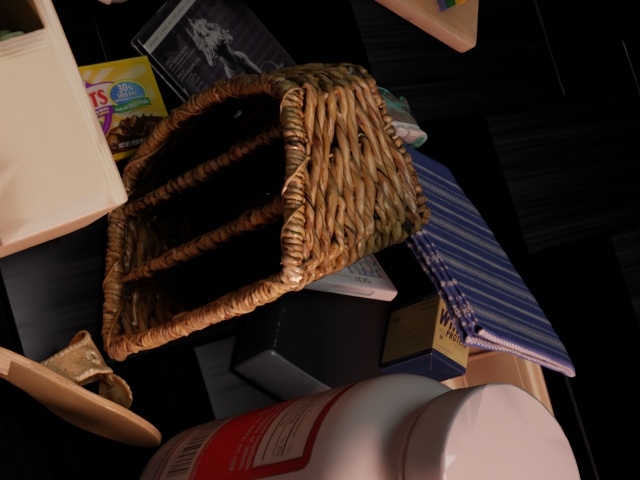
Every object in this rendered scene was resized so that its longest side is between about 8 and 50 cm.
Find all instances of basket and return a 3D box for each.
[{"bbox_3d":[-0.089,-0.042,1.329,0.223,0.299,0.213,-25,92,-45],"label":"basket"}]

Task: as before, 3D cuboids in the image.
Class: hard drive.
[{"bbox_3d":[0.027,0.120,1.553,0.255,0.054,0.172,31,56,-32],"label":"hard drive"}]

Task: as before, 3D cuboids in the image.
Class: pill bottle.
[{"bbox_3d":[0.025,0.249,1.254,0.229,0.408,0.229,16,65,-38],"label":"pill bottle"}]

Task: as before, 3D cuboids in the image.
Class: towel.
[{"bbox_3d":[0.156,0.010,1.608,0.243,0.040,0.336,21,33,-51],"label":"towel"}]

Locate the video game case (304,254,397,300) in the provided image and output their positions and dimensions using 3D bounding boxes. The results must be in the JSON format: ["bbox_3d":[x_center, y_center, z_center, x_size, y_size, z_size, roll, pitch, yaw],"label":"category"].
[{"bbox_3d":[0.000,0.000,1.539,0.143,0.019,0.157,10,38,-45],"label":"video game case"}]

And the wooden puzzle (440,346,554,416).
[{"bbox_3d":[0.216,0.229,1.678,0.239,0.044,0.221,-5,78,-56],"label":"wooden puzzle"}]

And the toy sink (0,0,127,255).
[{"bbox_3d":[-0.292,-0.111,1.251,0.131,0.153,0.234,-21,92,-24],"label":"toy sink"}]

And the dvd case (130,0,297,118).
[{"bbox_3d":[-0.100,-0.191,1.573,0.221,0.018,0.164,48,49,-20],"label":"dvd case"}]

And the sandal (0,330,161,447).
[{"bbox_3d":[-0.240,0.115,1.283,0.240,0.088,0.079,27,61,-27],"label":"sandal"}]

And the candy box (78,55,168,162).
[{"bbox_3d":[-0.244,-0.125,1.408,0.206,0.027,0.105,-19,87,-45],"label":"candy box"}]

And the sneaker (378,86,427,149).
[{"bbox_3d":[0.056,-0.156,1.688,0.166,0.065,0.076,14,53,-45],"label":"sneaker"}]

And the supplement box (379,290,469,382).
[{"bbox_3d":[0.120,0.111,1.545,0.056,0.083,0.083,33,53,-30],"label":"supplement box"}]

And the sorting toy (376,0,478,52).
[{"bbox_3d":[0.141,-0.423,1.834,0.257,0.089,0.255,25,59,-35],"label":"sorting toy"}]

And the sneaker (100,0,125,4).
[{"bbox_3d":[-0.114,-0.318,1.515,0.178,0.124,0.295,32,50,-1],"label":"sneaker"}]
